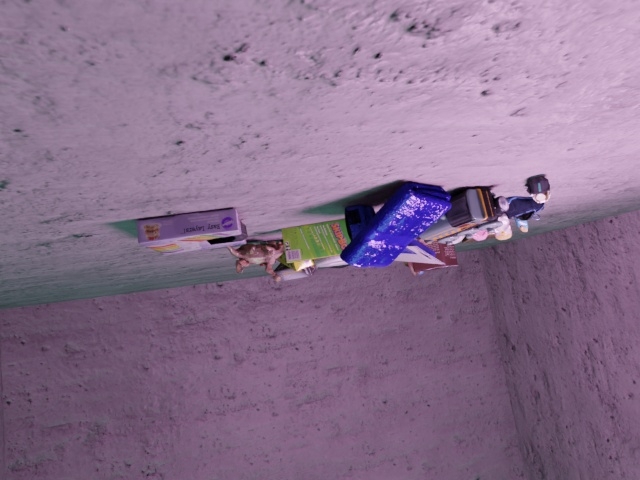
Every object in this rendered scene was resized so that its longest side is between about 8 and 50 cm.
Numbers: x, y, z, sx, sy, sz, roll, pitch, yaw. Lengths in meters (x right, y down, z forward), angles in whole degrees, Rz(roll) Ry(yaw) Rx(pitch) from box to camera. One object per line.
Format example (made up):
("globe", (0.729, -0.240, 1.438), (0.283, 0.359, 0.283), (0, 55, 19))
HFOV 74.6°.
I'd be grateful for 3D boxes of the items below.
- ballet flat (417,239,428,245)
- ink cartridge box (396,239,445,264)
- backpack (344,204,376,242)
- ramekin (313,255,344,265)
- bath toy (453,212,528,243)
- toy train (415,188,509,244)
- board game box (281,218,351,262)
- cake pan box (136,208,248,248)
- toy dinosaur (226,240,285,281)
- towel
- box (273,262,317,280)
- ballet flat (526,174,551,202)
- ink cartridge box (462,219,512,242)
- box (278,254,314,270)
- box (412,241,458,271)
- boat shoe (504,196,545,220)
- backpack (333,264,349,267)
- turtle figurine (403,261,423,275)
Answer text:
("ballet flat", (0.399, -0.024, 1.832), (0.106, 0.107, 0.316), (8, 167, -16))
("ink cartridge box", (0.360, 0.036, 1.825), (0.176, 0.069, 0.371), (29, 169, -25))
("backpack", (0.129, -0.046, 1.312), (0.101, 0.120, 0.098), (-10, 171, 12))
("ramekin", (0.090, 0.024, 1.701), (0.278, 0.135, 0.277), (-9, 172, -1))
("bath toy", (0.715, -0.060, 1.854), (0.349, 0.151, 0.129), (-11, -153, 21))
("toy train", (0.442, -0.074, 1.391), (0.191, 0.142, 0.334), (1, 165, -32))
("board game box", (0.000, 0.000, 1.479), (0.260, 0.123, 0.039), (-9, 173, 6))
("cake pan box", (-0.343, -0.021, 1.185), (0.267, 0.070, 0.246), (-8, 174, -8))
("toy dinosaur", (-0.250, 0.052, 1.643), (0.296, 0.127, 0.200), (11, -163, -22))
("towel", (0.222, -0.031, 1.214), (0.228, 0.076, 0.308), (-2, 141, -44))
("box", (-0.079, 0.087, 1.863), (0.183, 0.056, 0.231), (-12, -158, 30))
("ballet flat", (0.692, -0.155, 1.331), (0.074, 0.074, 0.203), (-13, 171, 28))
("ink cartridge box", (0.810, -0.055, 2.078), (0.194, 0.088, 0.235), (-11, 171, 7))
("box", (-0.113, 0.068, 1.759), (0.088, 0.058, 0.232), (-21, -165, -21))
("box", (0.551, 0.041, 2.068), (0.169, 0.202, 0.167), (-14, 170, 38))
("boat shoe", (0.777, -0.114, 1.626), (0.259, 0.088, 0.109), (-4, 171, -31))
("backpack", (0.094, 0.056, 1.968), (0.182, 0.115, 0.152), (-22, 150, 12))
("turtle figurine", (0.489, 0.039, 2.351), (0.267, 0.274, 0.198), (15, -173, -18))
